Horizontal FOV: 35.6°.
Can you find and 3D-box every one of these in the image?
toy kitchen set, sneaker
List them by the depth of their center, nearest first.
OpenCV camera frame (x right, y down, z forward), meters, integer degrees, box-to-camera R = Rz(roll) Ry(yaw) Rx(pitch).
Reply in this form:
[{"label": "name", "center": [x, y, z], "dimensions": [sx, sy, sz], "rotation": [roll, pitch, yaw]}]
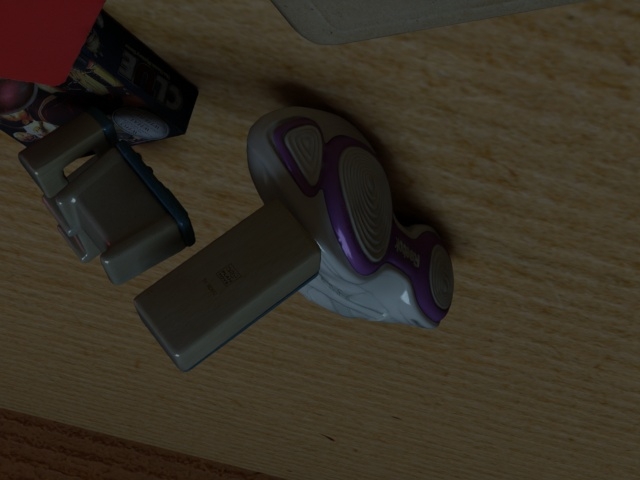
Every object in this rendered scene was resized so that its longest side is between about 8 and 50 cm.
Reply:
[{"label": "toy kitchen set", "center": [-0.110, -0.001, 0.753], "dimensions": [0.207, 0.122, 0.166], "rotation": [49, 164, 18]}, {"label": "sneaker", "center": [0.000, 0.000, 0.828], "dimensions": [0.152, 0.114, 0.305], "rotation": [-1, 152, 28]}]

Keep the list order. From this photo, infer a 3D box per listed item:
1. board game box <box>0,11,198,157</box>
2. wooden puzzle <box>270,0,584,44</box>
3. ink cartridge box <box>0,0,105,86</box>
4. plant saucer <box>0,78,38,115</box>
[{"label": "board game box", "center": [-0.231, -0.144, 0.725], "dimensions": [0.165, 0.042, 0.243], "rotation": [-7, 149, 38]}, {"label": "wooden puzzle", "center": [0.050, -0.214, 0.390], "dimensions": [0.347, 0.081, 0.322], "rotation": [2, 153, 35]}, {"label": "ink cartridge box", "center": [-0.140, -0.128, 0.373], "dimensions": [0.180, 0.056, 0.225], "rotation": [5, 141, -35]}, {"label": "plant saucer", "center": [-0.266, -0.140, 0.662], "dimensions": [0.168, 0.029, 0.168], "rotation": [11, 156, 5]}]
